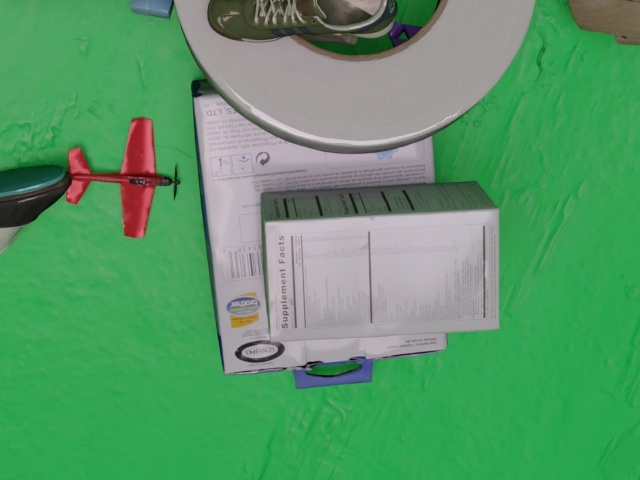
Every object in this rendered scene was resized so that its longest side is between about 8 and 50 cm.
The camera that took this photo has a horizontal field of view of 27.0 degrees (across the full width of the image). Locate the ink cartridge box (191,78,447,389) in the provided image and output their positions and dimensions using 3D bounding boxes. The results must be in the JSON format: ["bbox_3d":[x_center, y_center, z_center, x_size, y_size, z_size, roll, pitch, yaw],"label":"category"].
[{"bbox_3d":[0.000,0.000,1.568,0.270,0.151,0.395,-6,104,-2],"label":"ink cartridge box"}]

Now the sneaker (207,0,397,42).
[{"bbox_3d":[-0.017,-0.235,1.320,0.192,0.086,0.064,1,86,-3],"label":"sneaker"}]

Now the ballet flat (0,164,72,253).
[{"bbox_3d":[-0.422,-0.031,1.573,0.280,0.095,0.096,-4,116,8],"label":"ballet flat"}]

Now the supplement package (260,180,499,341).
[{"bbox_3d":[0.060,0.019,1.433,0.244,0.134,0.139,-2,105,-3],"label":"supplement package"}]

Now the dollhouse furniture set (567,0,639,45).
[{"bbox_3d":[0.355,-0.432,1.518,0.303,0.198,0.286,-47,129,-22],"label":"dollhouse furniture set"}]

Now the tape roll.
[{"bbox_3d":[0.033,-0.286,1.404,0.392,0.072,0.392,0,86,-2],"label":"tape roll"}]

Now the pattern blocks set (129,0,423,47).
[{"bbox_3d":[-0.034,-0.295,1.482,0.325,0.026,0.285,22,74,7],"label":"pattern blocks set"}]

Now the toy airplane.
[{"bbox_3d":[-0.243,-0.077,1.596,0.151,0.028,0.151,-1,104,-4],"label":"toy airplane"}]
